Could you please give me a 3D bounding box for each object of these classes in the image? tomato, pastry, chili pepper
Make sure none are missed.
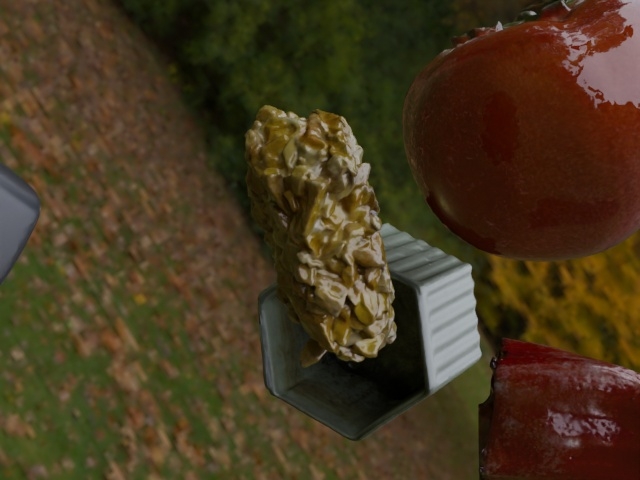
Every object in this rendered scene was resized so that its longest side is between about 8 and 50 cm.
[{"bbox_3d":[0.265,-0.126,1.553,0.341,0.341,0.273,-81,151,-82],"label":"tomato"},{"bbox_3d":[0.000,0.000,1.263,0.154,0.102,0.250,45,-27,48],"label":"pastry"},{"bbox_3d":[0.277,0.179,1.376,0.136,0.252,0.144,66,33,-57],"label":"chili pepper"}]

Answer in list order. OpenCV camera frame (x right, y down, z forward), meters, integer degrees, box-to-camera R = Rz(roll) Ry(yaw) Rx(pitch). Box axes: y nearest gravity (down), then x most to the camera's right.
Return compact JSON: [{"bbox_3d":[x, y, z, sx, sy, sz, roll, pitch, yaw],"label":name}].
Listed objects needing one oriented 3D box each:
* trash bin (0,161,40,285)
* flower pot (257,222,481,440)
[{"bbox_3d":[-0.358,-0.040,0.997,0.182,0.209,0.290,30,-6,35],"label":"trash bin"},{"bbox_3d":[0.063,0.105,1.675,0.239,0.209,0.189,27,19,20],"label":"flower pot"}]
